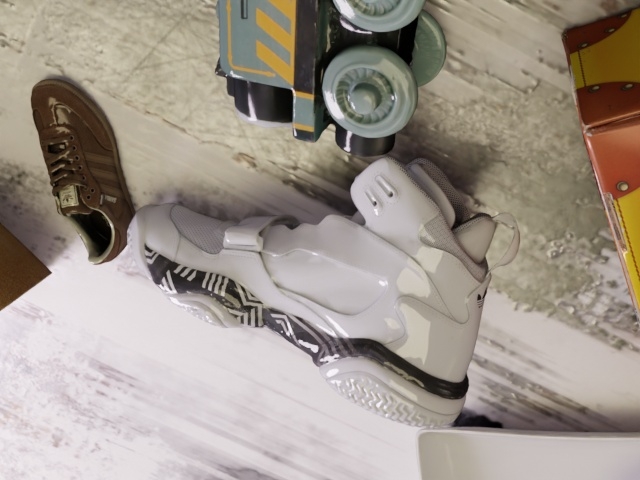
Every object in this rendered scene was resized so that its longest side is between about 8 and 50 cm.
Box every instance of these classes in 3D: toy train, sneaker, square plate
[{"bbox_3d":[0.004,-0.224,0.710,0.190,0.142,0.334,14,128,15],"label":"toy train"},{"bbox_3d":[0.000,0.000,0.851,0.365,0.137,0.210,28,104,19],"label":"sneaker"},{"bbox_3d":[-0.230,-0.063,0.891,0.066,0.071,0.188,-11,122,17],"label":"sneaker"},{"bbox_3d":[0.294,0.337,1.084,0.344,0.049,0.347,-1,124,11],"label":"square plate"}]

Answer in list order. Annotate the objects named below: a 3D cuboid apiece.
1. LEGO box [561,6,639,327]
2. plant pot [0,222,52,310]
[{"bbox_3d":[0.483,-0.042,0.703,0.500,0.193,0.372,-15,120,20],"label":"LEGO box"},{"bbox_3d":[-0.437,0.003,0.900,0.237,0.237,0.254,-31,100,27],"label":"plant pot"}]
